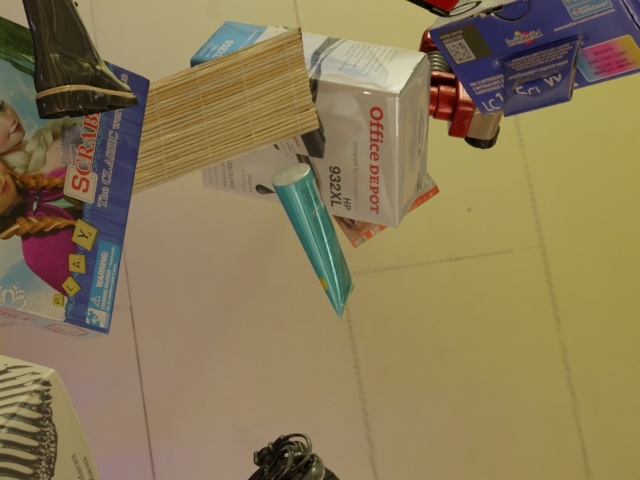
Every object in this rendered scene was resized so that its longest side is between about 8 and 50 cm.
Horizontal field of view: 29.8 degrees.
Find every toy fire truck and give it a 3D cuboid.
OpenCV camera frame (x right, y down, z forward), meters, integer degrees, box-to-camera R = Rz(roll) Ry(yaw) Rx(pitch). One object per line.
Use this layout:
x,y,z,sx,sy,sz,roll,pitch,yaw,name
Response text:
0.176,-0.257,1.983,0.246,0.158,0.217,8,47,-4,toy fire truck

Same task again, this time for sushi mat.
-0.156,-0.166,1.595,0.317,0.019,0.151,-18,72,16,sushi mat

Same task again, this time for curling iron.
-0.082,0.257,0.863,0.035,0.068,0.274,36,84,-22,curling iron

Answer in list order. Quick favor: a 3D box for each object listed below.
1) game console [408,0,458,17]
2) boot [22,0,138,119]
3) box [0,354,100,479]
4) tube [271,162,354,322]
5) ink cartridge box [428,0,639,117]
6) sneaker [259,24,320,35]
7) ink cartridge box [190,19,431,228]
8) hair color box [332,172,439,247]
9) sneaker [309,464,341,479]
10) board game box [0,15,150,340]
0.061,-0.261,1.038,0.144,0.124,0.085,21,52,-14,game console
-0.249,-0.200,1.253,0.077,0.198,0.137,-11,94,5,boot
-0.259,0.192,0.717,0.094,0.113,0.275,8,40,30,box
0.000,0.000,1.537,0.207,0.052,0.080,66,32,-27,tube
0.317,-0.317,1.495,0.151,0.270,0.395,53,51,-24,ink cartridge box
-0.112,-0.250,2.028,0.121,0.302,0.108,17,43,-21,sneaker
-0.012,-0.165,1.696,0.308,0.223,0.129,12,39,18,ink cartridge box
0.097,-0.073,1.946,0.167,0.053,0.093,-34,74,3,hair color box
0.039,0.426,1.611,0.111,0.129,0.297,-37,50,-2,sneaker
-0.354,-0.082,1.303,0.318,0.066,0.318,19,68,-36,board game box
